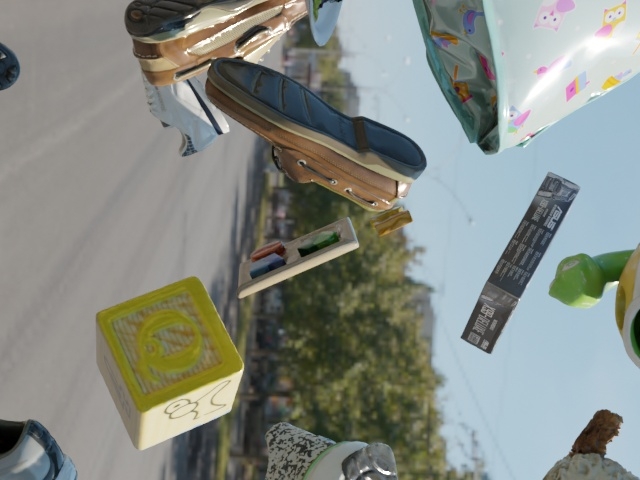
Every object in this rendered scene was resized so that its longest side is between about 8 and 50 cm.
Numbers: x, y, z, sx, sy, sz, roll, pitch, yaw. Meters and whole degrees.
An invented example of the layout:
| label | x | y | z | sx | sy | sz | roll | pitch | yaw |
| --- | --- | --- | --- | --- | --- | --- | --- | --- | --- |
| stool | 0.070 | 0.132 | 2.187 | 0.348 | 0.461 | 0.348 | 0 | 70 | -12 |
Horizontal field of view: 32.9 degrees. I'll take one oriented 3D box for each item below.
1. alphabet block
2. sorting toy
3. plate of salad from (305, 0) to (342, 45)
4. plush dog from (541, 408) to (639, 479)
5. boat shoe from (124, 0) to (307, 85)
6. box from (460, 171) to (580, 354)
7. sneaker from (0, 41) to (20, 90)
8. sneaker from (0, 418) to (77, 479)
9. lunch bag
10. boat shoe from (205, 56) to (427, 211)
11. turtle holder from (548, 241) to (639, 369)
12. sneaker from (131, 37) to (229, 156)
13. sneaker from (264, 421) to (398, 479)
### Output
| label | x | y | z | sx | sy | sz | roll | pitch | yaw |
| --- | --- | --- | --- | --- | --- | --- | --- | --- | --- |
| alphabet block | -0.257 | 0.207 | 1.816 | 0.193 | 0.192 | 0.197 | 59 | -24 | 20 |
| sorting toy | 0.000 | 0.000 | 1.820 | 0.229 | 0.307 | 0.041 | -97 | 163 | -80 |
| plate of salad | 0.022 | -0.310 | 1.180 | 0.200 | 0.048 | 0.200 | 11 | 90 | -80 |
| plush dog | 0.311 | 0.313 | 1.071 | 0.210 | 0.225 | 0.262 | -53 | 159 | -1 |
| boat shoe | -0.117 | -0.301 | 1.486 | 0.122 | 0.324 | 0.120 | 37 | -38 | 45 |
| box | 0.400 | 0.046 | 2.180 | 0.307 | 0.076 | 0.242 | -55 | 168 | -30 |
| sneaker | -0.572 | -0.297 | 1.632 | 0.135 | 0.276 | 0.097 | -64 | 170 | -73 |
| sneaker | -0.402 | 0.235 | 1.169 | 0.100 | 0.271 | 0.108 | -81 | 161 | -55 |
| lunch bag | 0.207 | -0.234 | 1.015 | 0.160 | 0.223 | 0.262 | 37 | -27 | 54 |
| boat shoe | -0.019 | -0.121 | 1.372 | 0.104 | 0.307 | 0.111 | -54 | -161 | 33 |
| turtle holder | 0.463 | 0.064 | 1.336 | 0.320 | 0.227 | 0.243 | 44 | -44 | 24 |
| sneaker | -0.238 | -0.241 | 1.685 | 0.235 | 0.095 | 0.090 | 57 | 1 | -19 |
| sneaker | -0.040 | 0.399 | 1.299 | 0.182 | 0.158 | 0.410 | 26 | -77 | 42 |
